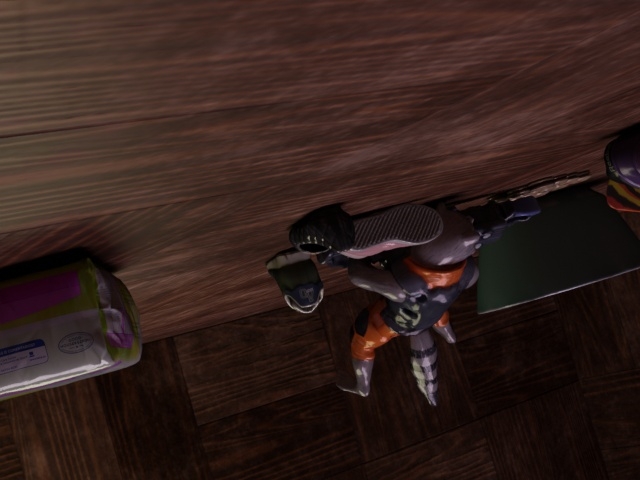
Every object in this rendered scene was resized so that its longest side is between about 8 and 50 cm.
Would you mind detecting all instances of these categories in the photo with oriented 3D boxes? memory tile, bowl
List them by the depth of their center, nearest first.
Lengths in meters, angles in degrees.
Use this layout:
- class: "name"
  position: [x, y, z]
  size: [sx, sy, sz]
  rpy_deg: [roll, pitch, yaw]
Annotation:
- class: "memory tile"
  position: [0.318, -0.075, 1.684]
  size: [0.113, 0.012, 0.148]
  rpy_deg: [-21, 173, 40]
- class: "bowl"
  position: [0.400, 0.008, 2.008]
  size: [0.311, 0.163, 0.311]
  rpy_deg: [-16, 175, -1]

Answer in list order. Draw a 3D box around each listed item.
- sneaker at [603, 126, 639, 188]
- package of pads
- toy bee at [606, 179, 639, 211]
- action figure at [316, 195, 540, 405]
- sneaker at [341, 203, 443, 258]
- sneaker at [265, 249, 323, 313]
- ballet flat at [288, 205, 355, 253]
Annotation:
- class: "sneaker"
  position: [0.449, -0.087, 1.358]
  size: [0.283, 0.107, 0.124]
  rpy_deg: [14, 167, -35]
- class: "package of pads"
  position: [-0.287, 0.094, 1.082]
  size: [0.229, 0.101, 0.296]
  rpy_deg: [-14, 176, -6]
- class: "toy bee"
  position: [0.531, -0.086, 1.499]
  size: [0.298, 0.162, 0.195]
  rpy_deg: [10, -160, 6]
- class: "action figure"
  position: [0.170, 0.065, 1.586]
  size: [0.341, 0.179, 0.330]
  rpy_deg: [-17, 147, -17]
- class: "sneaker"
  position: [0.076, -0.011, 1.398]
  size: [0.134, 0.051, 0.070]
  rpy_deg: [-11, 175, -22]
- class: "sneaker"
  position: [-0.034, 0.062, 1.627]
  size: [0.064, 0.086, 0.192]
  rpy_deg: [-16, 175, -7]
- class: "ballet flat"
  position: [0.000, 0.000, 1.257]
  size: [0.057, 0.049, 0.173]
  rpy_deg: [-15, 175, -10]
